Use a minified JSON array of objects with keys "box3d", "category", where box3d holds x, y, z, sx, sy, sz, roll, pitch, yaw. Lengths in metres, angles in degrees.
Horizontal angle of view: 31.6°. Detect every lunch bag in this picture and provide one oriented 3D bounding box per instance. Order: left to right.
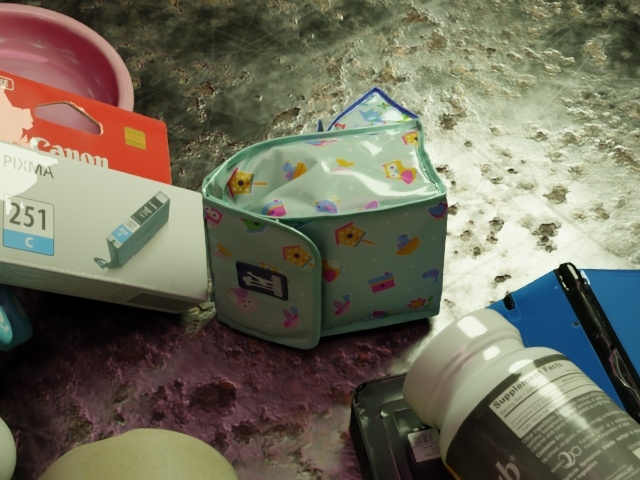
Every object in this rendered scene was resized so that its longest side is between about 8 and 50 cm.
[{"box3d":[0.000,0.000,1.257,0.262,0.223,0.160,-11,50,-8],"category":"lunch bag"},{"box3d":[0.040,-0.090,1.373,0.096,0.128,0.151,38,66,26],"category":"lunch bag"}]

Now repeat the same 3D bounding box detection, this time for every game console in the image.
[{"box3d":[0.322,0.186,1.259,0.250,0.173,0.293,-31,57,16],"category":"game console"}]

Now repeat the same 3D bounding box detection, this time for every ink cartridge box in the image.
[{"box3d":[-0.266,-0.067,1.264,0.296,0.066,0.261,14,61,-42],"category":"ink cartridge box"}]

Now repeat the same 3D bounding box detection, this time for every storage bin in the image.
[{"box3d":[0.109,0.235,1.189,0.122,0.084,0.180,-12,59,-8],"category":"storage bin"}]

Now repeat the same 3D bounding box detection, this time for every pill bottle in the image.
[{"box3d":[0.213,0.201,1.062,0.162,0.162,0.278,-32,55,-20],"category":"pill bottle"}]

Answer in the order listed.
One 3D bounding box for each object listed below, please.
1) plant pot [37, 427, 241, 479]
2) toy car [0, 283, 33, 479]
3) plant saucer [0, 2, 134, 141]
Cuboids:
[{"box3d":[-0.145,0.335,0.971,0.334,0.333,0.305,-15,28,-10],"category":"plant pot"},{"box3d":[-0.384,0.197,1.177,0.219,0.210,0.237,-28,90,-4],"category":"toy car"},{"box3d":[-0.402,-0.162,1.417,0.332,0.084,0.332,5,51,-6],"category":"plant saucer"}]
